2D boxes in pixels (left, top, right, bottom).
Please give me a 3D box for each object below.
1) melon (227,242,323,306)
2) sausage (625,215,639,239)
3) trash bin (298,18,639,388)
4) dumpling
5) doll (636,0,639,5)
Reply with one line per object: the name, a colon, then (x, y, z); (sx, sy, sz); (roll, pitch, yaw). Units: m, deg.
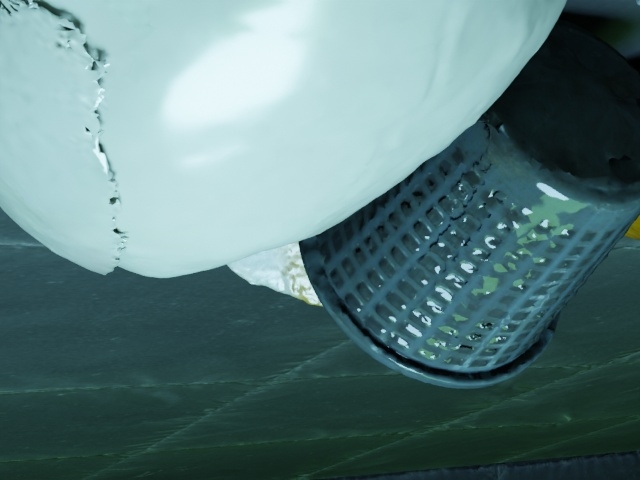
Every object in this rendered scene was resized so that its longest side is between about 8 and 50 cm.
melon: (0.001, -0.004, 0.871); (0.202, 0.093, 0.139); (12, -172, -4)
sausage: (0.314, -0.079, 0.764); (0.328, 0.112, 0.112); (-15, 163, 15)
trash bin: (0.096, -0.033, 0.729); (0.175, 0.175, 0.161); (1, 149, -29)
dumpling: (0.000, -0.090, 0.442); (0.260, 0.181, 0.341); (-15, 143, -11)
doll: (0.266, -0.113, 0.659); (0.227, 0.075, 0.102); (5, 176, -11)
